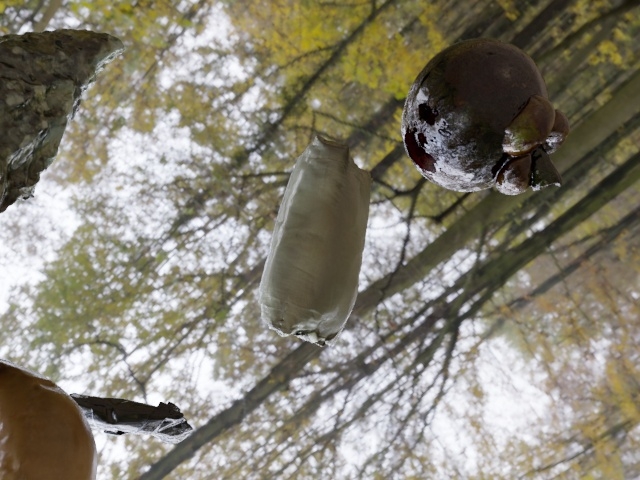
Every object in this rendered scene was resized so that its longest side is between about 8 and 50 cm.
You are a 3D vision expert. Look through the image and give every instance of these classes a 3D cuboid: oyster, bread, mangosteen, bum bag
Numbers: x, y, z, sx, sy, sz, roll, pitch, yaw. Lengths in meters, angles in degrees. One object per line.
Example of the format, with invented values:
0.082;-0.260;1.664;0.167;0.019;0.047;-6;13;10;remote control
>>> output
-0.239;-0.070;0.528;0.252;0.087;0.199;0;-96;-64;oyster
-0.180;0.113;0.379;0.114;0.189;0.077;-59;-41;-20;bread
0.131;-0.087;0.585;0.140;0.140;0.140;34;-150;-23;mangosteen
-0.267;0.230;1.010;0.198;0.087;0.049;11;-123;-12;bum bag

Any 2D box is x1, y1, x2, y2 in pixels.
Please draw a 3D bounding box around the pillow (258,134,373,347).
0.000;0.000;0.678;0.078;0.181;0.134;13;173;14;pillow
